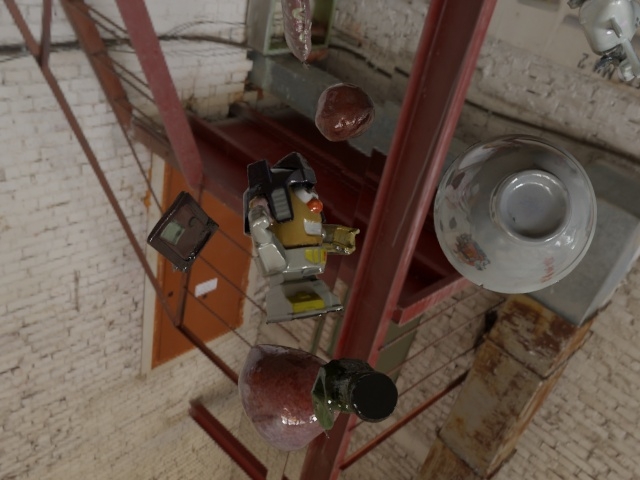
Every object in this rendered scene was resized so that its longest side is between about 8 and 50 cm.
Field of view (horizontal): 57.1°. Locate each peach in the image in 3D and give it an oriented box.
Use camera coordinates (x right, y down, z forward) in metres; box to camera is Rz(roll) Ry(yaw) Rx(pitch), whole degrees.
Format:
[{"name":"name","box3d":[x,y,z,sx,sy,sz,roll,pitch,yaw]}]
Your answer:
[{"name":"peach","box3d":[0.069,-0.318,1.486,0.152,0.152,0.152,9,-147,-6]}]

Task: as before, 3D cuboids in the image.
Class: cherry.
[{"name":"cherry","box3d":[-0.081,0.388,1.484,0.307,0.261,0.221,47,-152,4]}]

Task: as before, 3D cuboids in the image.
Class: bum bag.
[{"name":"bum bag","box3d":[-0.231,-0.013,0.990,0.026,0.159,0.109,29,-104,20]}]

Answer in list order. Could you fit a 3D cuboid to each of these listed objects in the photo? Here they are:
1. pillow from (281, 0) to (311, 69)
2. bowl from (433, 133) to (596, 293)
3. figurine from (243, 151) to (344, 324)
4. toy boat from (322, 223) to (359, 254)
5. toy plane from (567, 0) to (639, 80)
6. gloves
[{"name":"pillow","box3d":[-0.041,-0.370,0.939,0.043,0.185,0.118,-12,-144,-6]},{"name":"bowl","box3d":[0.407,-0.061,1.183,0.345,0.345,0.157,17,179,5]},{"name":"figurine","box3d":[-0.055,-0.001,1.013,0.143,0.308,0.308,-14,-143,-1]},{"name":"toy boat","box3d":[0.000,0.000,1.407,0.226,0.068,0.088,0,158,41]},{"name":"toy plane","box3d":[0.573,-0.438,1.161,0.122,0.267,0.267,-23,-155,23]},{"name":"gloves","box3d":[0.045,0.237,0.928,0.135,0.268,0.107,2,-110,-15]}]
